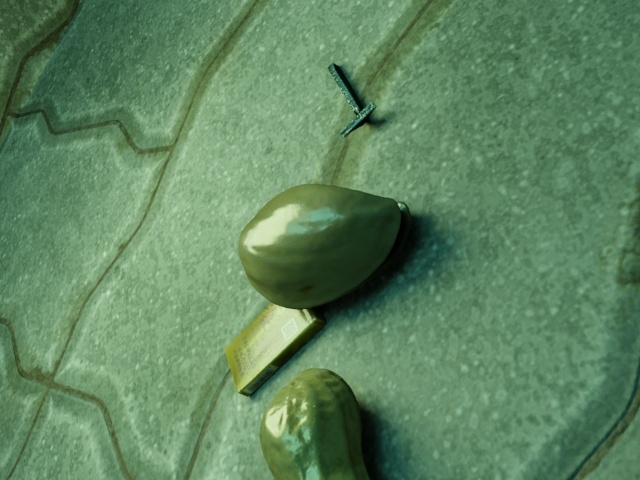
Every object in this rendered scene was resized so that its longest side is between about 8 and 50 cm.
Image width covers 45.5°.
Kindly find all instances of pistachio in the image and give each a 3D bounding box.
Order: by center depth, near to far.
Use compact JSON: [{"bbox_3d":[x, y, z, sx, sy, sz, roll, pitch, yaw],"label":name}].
[{"bbox_3d":[0.000,0.000,0.964,0.237,0.137,0.153,-25,83,24],"label":"pistachio"}]

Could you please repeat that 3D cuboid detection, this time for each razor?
[{"bbox_3d":[0.041,-0.217,1.148,0.066,0.033,0.190,-43,36,18],"label":"razor"}]

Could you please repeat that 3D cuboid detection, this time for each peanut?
[{"bbox_3d":[-0.004,0.250,0.814,0.123,0.123,0.257,-35,42,25],"label":"peanut"}]

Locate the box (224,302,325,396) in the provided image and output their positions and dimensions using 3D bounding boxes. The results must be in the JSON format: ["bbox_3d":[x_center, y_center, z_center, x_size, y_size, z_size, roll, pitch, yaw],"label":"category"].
[{"bbox_3d":[-0.064,0.130,1.033,0.156,0.022,0.089,-46,42,14],"label":"box"}]
